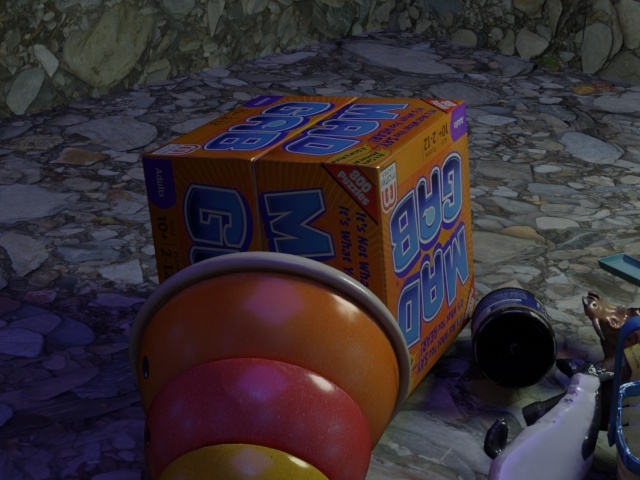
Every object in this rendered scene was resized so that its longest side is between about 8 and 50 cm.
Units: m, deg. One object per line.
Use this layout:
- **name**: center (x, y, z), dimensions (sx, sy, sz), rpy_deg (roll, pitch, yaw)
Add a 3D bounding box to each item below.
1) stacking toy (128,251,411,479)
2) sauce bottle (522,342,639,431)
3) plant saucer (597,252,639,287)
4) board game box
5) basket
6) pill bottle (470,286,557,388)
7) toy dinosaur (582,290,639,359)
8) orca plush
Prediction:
- **stacking toy**: center (-0.080, 0.274, 1.351), dimensions (0.351, 0.350, 0.479), rpy_deg (4, 38, 3)
- **sauce bottle**: center (0.441, 0.191, 1.625), dimensions (0.344, 0.111, 0.111), rpy_deg (-26, 19, 13)
- **plant saucer**: center (0.520, 0.065, 1.881), dimensions (0.067, 0.018, 0.192), rpy_deg (-10, 26, -36)
- **board game box**: center (0.000, 0.000, 1.802), dimensions (0.357, 0.356, 0.356), rpy_deg (4, 22, 25)
- **basket**: center (0.465, 0.226, 1.464), dimensions (0.255, 0.288, 0.201), rpy_deg (8, 33, 4)
- **pill bottle**: center (0.289, 0.138, 1.843), dimensions (0.123, 0.122, 0.219), rpy_deg (5, 11, 5)
- **toy dinosaur**: center (0.544, 0.159, 1.854), dimensions (0.296, 0.127, 0.200), rpy_deg (16, 26, 19)
- **orca plush**: center (0.275, 0.275, 1.553), dimensions (0.151, 0.102, 0.287), rpy_deg (21, 54, 2)
